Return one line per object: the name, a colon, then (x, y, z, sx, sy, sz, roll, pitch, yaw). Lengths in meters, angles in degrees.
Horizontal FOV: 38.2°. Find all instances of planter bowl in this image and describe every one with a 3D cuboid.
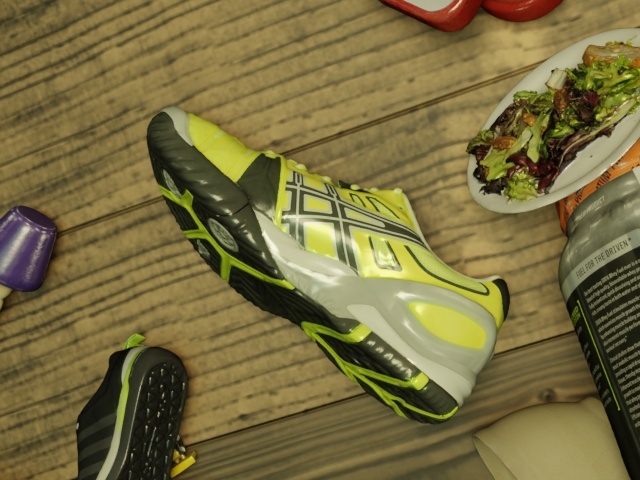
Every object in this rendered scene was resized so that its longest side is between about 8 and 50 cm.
planter bowl: (0.225, 0.205, 0.811, 0.109, 0.162, 0.162, -36, 87, -6)

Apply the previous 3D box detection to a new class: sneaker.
sneaker: (-0.198, 0.209, 0.903, 0.097, 0.084, 0.234, 4, 71, 42)
sneaker: (0.000, 0.000, 0.859, 0.385, 0.145, 0.147, 40, 69, 8)

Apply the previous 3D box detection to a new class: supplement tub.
supplement tub: (0.307, 0.082, 0.720, 0.194, 0.193, 0.316, -20, 65, 11)

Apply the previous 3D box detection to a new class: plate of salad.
plate of salad: (0.197, -0.108, 0.772, 0.200, 0.200, 0.048, -45, 117, 10)

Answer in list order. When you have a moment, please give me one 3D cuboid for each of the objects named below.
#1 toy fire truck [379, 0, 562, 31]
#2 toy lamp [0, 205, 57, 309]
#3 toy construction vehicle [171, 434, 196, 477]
toy fire truck: (0.120, -0.344, 0.798, 0.254, 0.169, 0.302, 35, 99, 30)
toy lamp: (-0.356, 0.089, 0.937, 0.080, 0.080, 0.274, 34, 98, 6)
toy construction vehicle: (-0.153, 0.250, 0.937, 0.086, 0.035, 0.098, -38, 80, 8)
